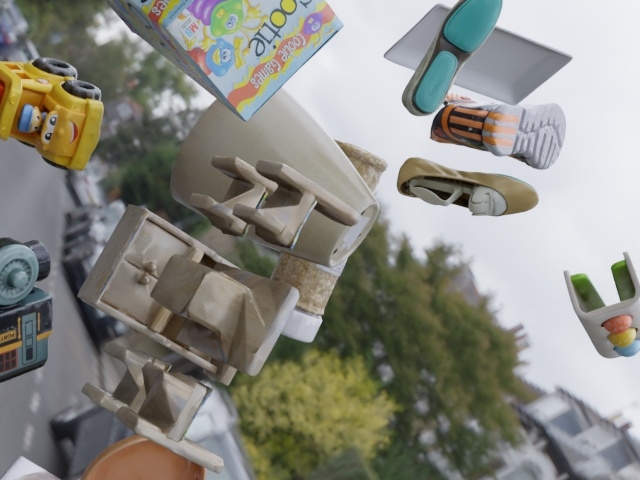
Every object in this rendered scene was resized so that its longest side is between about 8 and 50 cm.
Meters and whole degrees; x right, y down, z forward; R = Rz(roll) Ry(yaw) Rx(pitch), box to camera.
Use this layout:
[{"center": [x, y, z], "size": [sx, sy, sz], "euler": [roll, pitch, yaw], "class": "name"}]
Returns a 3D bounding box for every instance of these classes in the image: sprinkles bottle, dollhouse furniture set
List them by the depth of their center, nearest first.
[{"center": [-0.126, 0.101, 1.661], "size": [0.256, 0.362, 0.394], "euler": [33, -9, -29], "class": "dollhouse furniture set"}, {"center": [0.000, 0.000, 2.202], "size": [0.121, 0.355, 0.121], "euler": [24, 1, 0], "class": "sprinkles bottle"}]

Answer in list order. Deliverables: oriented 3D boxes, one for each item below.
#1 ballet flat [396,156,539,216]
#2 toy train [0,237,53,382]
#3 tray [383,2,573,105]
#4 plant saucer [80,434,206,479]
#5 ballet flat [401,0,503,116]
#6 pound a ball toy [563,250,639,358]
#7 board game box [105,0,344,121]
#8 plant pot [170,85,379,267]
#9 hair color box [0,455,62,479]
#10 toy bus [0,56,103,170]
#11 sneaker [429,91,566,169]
[{"center": [0.231, -0.072, 1.978], "size": [0.232, 0.073, 0.080], "euler": [14, -44, 21], "class": "ballet flat"}, {"center": [-0.459, 0.101, 1.449], "size": [0.142, 0.334, 0.190], "euler": [20, -63, 36], "class": "toy train"}, {"center": [0.243, -0.291, 1.898], "size": [0.145, 0.270, 0.030], "euler": [-39, -134, 46], "class": "tray"}, {"center": [-0.272, 0.362, 1.867], "size": [0.037, 0.200, 0.200], "euler": [54, -11, 47], "class": "plant saucer"}, {"center": [0.141, -0.216, 1.385], "size": [0.057, 0.168, 0.052], "euler": [35, -1, -22], "class": "ballet flat"}, {"center": [0.582, 0.115, 2.289], "size": [0.319, 0.208, 0.136], "euler": [46, 28, -61], "class": "pound a ball toy"}, {"center": [-0.128, -0.263, 1.265], "size": [0.275, 0.144, 0.142], "euler": [41, -6, 47], "class": "board game box"}, {"center": [-0.050, -0.088, 1.957], "size": [0.274, 0.256, 0.256], "euler": [36, -15, 16], "class": "plant pot"}, {"center": [-0.248, 0.320, 0.975], "size": [0.174, 0.105, 0.347], "euler": [32, 16, -2], "class": "hair color box"}, {"center": [-0.493, -0.221, 2.040], "size": [0.211, 0.149, 0.220], "euler": [7, 22, -44], "class": "toy bus"}, {"center": [0.313, -0.212, 2.220], "size": [0.180, 0.125, 0.321], "euler": [19, 6, 34], "class": "sneaker"}]
